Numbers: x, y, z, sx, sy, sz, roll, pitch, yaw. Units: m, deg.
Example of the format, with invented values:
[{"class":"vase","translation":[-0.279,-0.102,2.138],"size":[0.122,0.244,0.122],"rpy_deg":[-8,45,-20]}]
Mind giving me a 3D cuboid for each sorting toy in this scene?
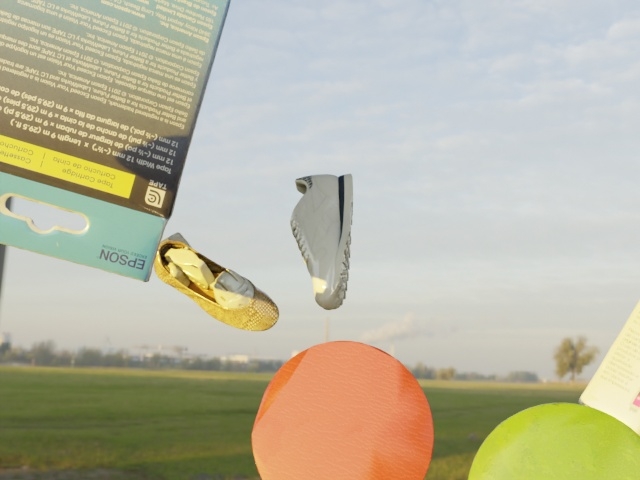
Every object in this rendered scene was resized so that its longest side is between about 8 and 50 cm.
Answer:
[{"class":"sorting toy","translation":[0.137,0.177,0.526],"size":[0.366,0.127,0.126],"rpy_deg":[15,-17,11]}]

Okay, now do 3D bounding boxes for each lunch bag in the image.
[{"class":"lunch bag","translation":[-0.255,0.032,1.341],"size":[0.098,0.067,0.065],"rpy_deg":[36,-22,55]}]

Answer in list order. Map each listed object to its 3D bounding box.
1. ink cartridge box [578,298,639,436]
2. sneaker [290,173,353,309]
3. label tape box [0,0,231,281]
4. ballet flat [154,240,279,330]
[{"class":"ink cartridge box","translation":[0.402,0.091,0.829],"size":[0.071,0.330,0.324],"rpy_deg":[31,-8,32]},{"class":"sneaker","translation":[0.000,0.000,1.137],"size":[0.095,0.235,0.090],"rpy_deg":[3,-36,2]},{"class":"label tape box","translation":[-0.266,-0.152,0.846],"size":[0.249,0.347,0.115],"rpy_deg":[16,-6,-17]},{"class":"ballet flat","translation":[-0.150,0.060,1.048],"size":[0.206,0.073,0.067],"rpy_deg":[23,-31,18]}]
